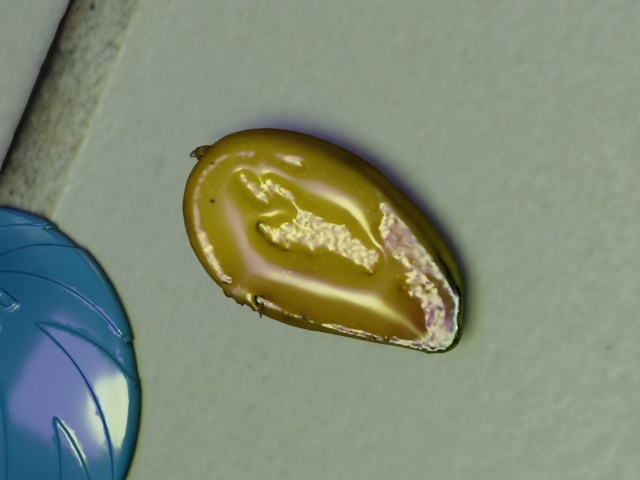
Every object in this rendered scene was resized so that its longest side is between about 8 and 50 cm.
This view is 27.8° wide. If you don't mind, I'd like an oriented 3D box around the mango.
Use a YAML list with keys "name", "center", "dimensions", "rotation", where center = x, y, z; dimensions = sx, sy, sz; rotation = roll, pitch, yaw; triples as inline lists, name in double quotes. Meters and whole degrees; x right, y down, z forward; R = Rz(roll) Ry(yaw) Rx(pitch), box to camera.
- name: "mango"
  center: [0.000, 0.000, 0.700]
  dimensions: [0.188, 0.066, 0.101]
  rotation: [28, 92, 20]

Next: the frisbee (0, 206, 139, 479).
- name: "frisbee"
  center: [-0.223, 0.097, 0.818]
  dimensions: [0.242, 0.045, 0.242]
  rotation: [-2, 86, 25]
